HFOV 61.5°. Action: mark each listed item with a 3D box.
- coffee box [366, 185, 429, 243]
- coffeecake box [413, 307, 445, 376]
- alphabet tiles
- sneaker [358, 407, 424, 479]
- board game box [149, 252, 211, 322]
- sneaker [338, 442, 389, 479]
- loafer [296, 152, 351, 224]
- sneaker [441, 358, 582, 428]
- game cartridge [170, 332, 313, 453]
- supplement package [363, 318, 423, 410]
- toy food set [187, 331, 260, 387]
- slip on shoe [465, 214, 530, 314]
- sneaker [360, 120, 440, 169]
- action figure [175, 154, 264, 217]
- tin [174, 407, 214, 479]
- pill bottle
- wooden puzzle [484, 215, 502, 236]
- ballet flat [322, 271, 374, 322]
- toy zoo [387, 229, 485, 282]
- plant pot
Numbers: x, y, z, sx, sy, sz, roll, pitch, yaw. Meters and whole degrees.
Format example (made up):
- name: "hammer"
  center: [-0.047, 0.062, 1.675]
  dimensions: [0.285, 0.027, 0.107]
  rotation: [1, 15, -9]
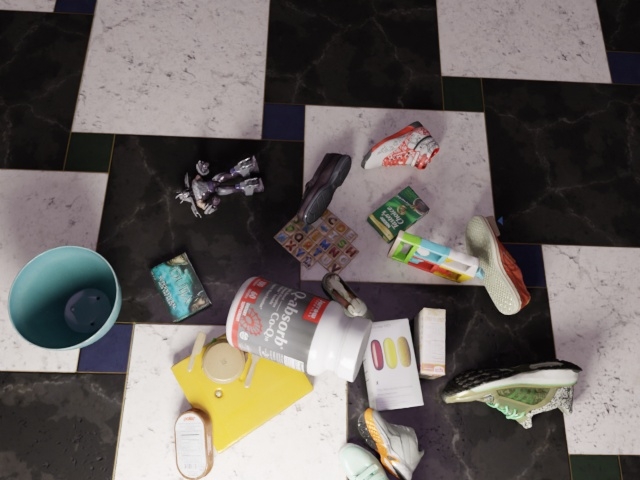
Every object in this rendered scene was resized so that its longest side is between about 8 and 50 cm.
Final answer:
- name: "coffee box"
  center: [0.257, -0.085, 1.777]
  dimensions: [0.184, 0.040, 0.113]
  rotation: [-35, 76, -14]
- name: "coffeecake box"
  center: [0.319, 0.306, 1.588]
  dimensions: [0.068, 0.142, 0.186]
  rotation: [6, 71, -1]
- name: "alphabet tiles"
  center: [0.000, 0.000, 1.751]
  dimensions: [0.237, 0.009, 0.198]
  rotation: [41, 73, 11]
- name: "sneaker"
  center: [0.199, 0.540, 1.490]
  dimensions: [0.121, 0.099, 0.262]
  rotation: [-43, 117, -28]
- name: "board game box"
  center: [-0.434, 0.145, 1.666]
  dimensions: [0.126, 0.026, 0.186]
  rotation: [-28, 74, -12]
- name: "sneaker"
  center: [0.150, 0.656, 1.451]
  dimensions: [0.094, 0.151, 0.256]
  rotation: [-39, 76, -13]
- name: "loafer"
  center: [-0.003, -0.175, 1.768]
  dimensions: [0.095, 0.109, 0.302]
  rotation: [22, 59, 22]
- name: "sneaker"
  center: [0.560, 0.462, 1.558]
  dimensions: [0.410, 0.158, 0.182]
  rotation: [-7, 88, 0]
- name: "game cartridge"
  center: [-0.228, 0.406, 1.577]
  dimensions: [0.323, 0.053, 0.285]
  rotation: [-30, 75, -15]
- name: "supplement package"
  center: [0.199, 0.364, 1.565]
  dimensions: [0.139, 0.134, 0.244]
  rotation: [-7, 71, -5]
- name: "toy food set"
  center: [-0.277, 0.345, 1.554]
  dimensions: [0.192, 0.038, 0.132]
  rotation: [19, 76, -4]
- name: "slip on shoe"
  center: [0.560, 0.071, 1.710]
  dimensions: [0.101, 0.123, 0.331]
  rotation: [-11, 70, -31]
- name: "sneaker"
  center: [0.279, -0.286, 1.824]
  dimensions: [0.270, 0.090, 0.145]
  rotation: [-34, 73, -16]
- name: "action figure"
  center: [-0.334, -0.182, 1.752]
  dimensions: [0.285, 0.099, 0.185]
  rotation: [-17, 78, -6]
- name: "tin"
  center: [-0.350, 0.563, 1.488]
  dimensions: [0.106, 0.040, 0.190]
  rotation: [-7, 82, 13]
- name: "pill bottle"
  center: [-0.056, 0.245, 1.480]
  dimensions: [0.362, 0.210, 0.210]
  rotation: [16, 70, 14]
- name: "wooden puzzle"
  center: [0.554, -0.042, 1.794]
  dimensions: [0.116, 0.014, 0.079]
  rotation: [-6, 75, -5]
- name: "ballet flat"
  center: [0.083, 0.183, 1.658]
  dimensions: [0.072, 0.068, 0.213]
  rotation: [-41, 78, -15]
- name: "toy zoo"
  center: [0.360, 0.061, 1.651]
  dimensions: [0.293, 0.192, 0.030]
  rotation: [20, 71, 4]
- name: "plant pot"
  center: [-0.701, 0.182, 1.549]
  dimensions: [0.290, 0.195, 0.290]
  rotation: [1, 71, -2]
